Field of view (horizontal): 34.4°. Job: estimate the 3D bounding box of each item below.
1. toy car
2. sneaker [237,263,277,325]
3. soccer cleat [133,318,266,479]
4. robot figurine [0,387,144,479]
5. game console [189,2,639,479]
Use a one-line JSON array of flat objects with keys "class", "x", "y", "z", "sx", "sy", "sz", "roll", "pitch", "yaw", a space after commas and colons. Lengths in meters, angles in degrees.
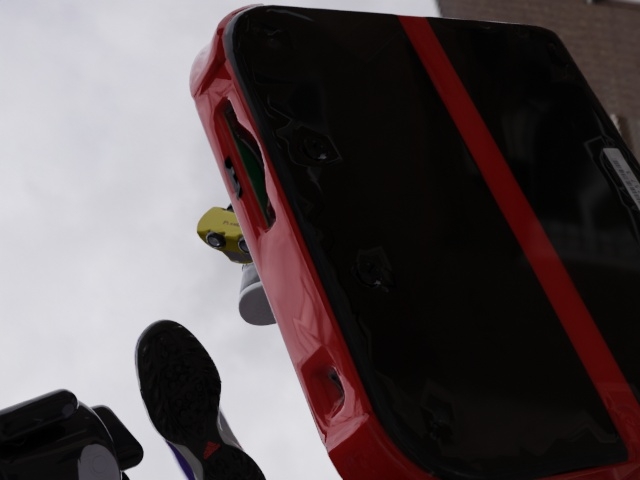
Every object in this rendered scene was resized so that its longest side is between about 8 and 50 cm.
[{"class": "toy car", "x": 0.000, "y": 0.000, "z": 1.192, "sx": 0.225, "sy": 0.239, "sz": 0.053, "roll": -30, "pitch": -45, "yaw": -18}, {"class": "sneaker", "x": 0.013, "y": 0.033, "z": 1.556, "sx": 0.295, "sy": 0.147, "sz": 0.105, "roll": -11, "pitch": -54, "yaw": -6}, {"class": "soccer cleat", "x": -0.173, "y": 0.235, "z": 1.345, "sx": 0.108, "sy": 0.116, "sz": 0.318, "roll": -38, "pitch": -60, "yaw": -27}, {"class": "robot figurine", "x": -0.344, "y": 0.276, "z": 1.186, "sx": 0.278, "sy": 0.173, "sz": 0.209, "roll": -13, "pitch": -84, "yaw": -46}, {"class": "game console", "x": 0.110, "y": -0.008, "z": 0.707, "sx": 0.341, "sy": 0.387, "sz": 0.060, "roll": -3, "pitch": -34, "yaw": -33}]
